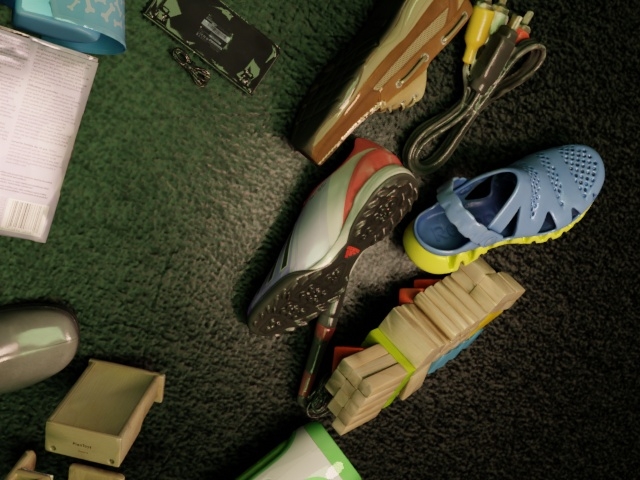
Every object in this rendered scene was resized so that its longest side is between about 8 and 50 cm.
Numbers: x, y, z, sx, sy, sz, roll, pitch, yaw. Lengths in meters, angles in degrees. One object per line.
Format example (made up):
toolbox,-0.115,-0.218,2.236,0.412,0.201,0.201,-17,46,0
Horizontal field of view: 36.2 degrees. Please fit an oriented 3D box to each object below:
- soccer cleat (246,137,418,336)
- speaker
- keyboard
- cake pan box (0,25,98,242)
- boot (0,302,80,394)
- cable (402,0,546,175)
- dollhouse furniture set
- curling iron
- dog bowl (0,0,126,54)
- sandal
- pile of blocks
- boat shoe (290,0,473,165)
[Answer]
soccer cleat,0.000,0.000,1.370,0.318,0.116,0.108,-49,140,15
speaker,-0.089,0.391,1.405,0.296,0.131,0.131,-37,110,-7
keyboard,-0.150,-0.262,1.294,0.180,0.023,0.108,35,84,-21
cake pan box,-0.414,-0.138,1.168,0.266,0.070,0.246,12,100,-41
boot,-0.453,0.182,1.189,0.338,0.222,0.118,-16,106,-13
cable,0.220,-0.219,1.418,0.139,0.072,0.287,20,108,-37
dollhouse furniture set,-0.292,0.308,1.309,0.212,0.161,0.242,12,114,5
curling iron,0.017,0.125,1.429,0.068,0.035,0.274,6,97,-36
dog bowl,-0.368,-0.293,1.148,0.297,0.166,0.074,11,88,-19
sandal,0.272,-0.058,1.396,0.317,0.138,0.126,-26,66,-14
pile of blocks,0.134,0.135,1.435,0.362,0.113,0.149,-31,155,-26
boat shoe,0.093,-0.229,1.327,0.120,0.122,0.324,38,90,-24
